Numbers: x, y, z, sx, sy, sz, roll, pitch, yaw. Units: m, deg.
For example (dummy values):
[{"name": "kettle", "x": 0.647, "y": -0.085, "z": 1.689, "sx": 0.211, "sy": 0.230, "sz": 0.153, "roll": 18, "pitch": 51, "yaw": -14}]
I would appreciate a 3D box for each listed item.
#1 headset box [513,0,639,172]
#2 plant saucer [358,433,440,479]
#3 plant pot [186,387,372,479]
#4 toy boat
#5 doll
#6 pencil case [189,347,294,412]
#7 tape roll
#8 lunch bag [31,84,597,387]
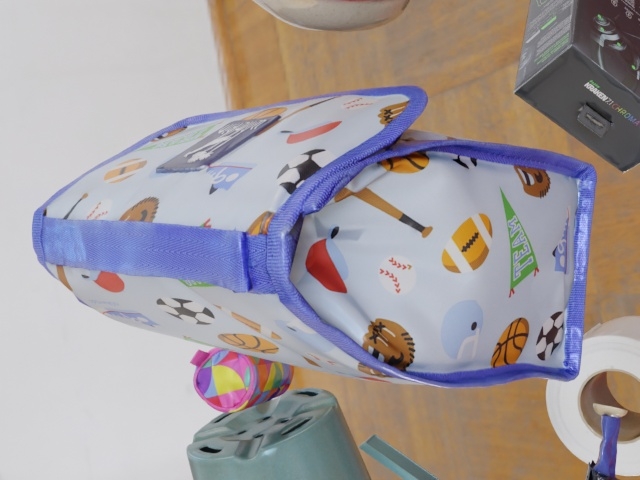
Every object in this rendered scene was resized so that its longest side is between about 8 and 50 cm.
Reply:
[{"name": "headset box", "x": 0.458, "y": -0.284, "z": 1.396, "sx": 0.131, "sy": 0.246, "sz": 0.283, "roll": -39, "pitch": 26, "yaw": 48}, {"name": "plant saucer", "x": 0.165, "y": 0.439, "z": 1.668, "sx": 0.192, "sy": 0.067, "sz": 0.018, "roll": 33, "pitch": 107, "yaw": 17}, {"name": "plant pot", "x": -0.044, "y": 0.439, "z": 1.391, "sx": 0.341, "sy": 0.341, "sz": 0.334, "roll": -3, "pitch": 106, "yaw": 58}, {"name": "toy boat", "x": -0.009, "y": -0.283, "z": 0.735, "sx": 0.231, "sy": 0.151, "sz": 0.151, "roll": 39, "pitch": 130, "yaw": 18}, {"name": "doll", "x": 0.356, "y": 0.306, "z": 1.096, "sx": 0.046, "sy": 0.129, "sz": 0.189, "roll": 8, "pitch": 81, "yaw": 25}, {"name": "pencil case", "x": -0.113, "y": 0.201, "z": 1.317, "sx": 0.236, "sy": 0.104, "sz": 0.104, "roll": 29, "pitch": -136, "yaw": -75}, {"name": "tape roll", "x": 0.540, "y": 0.267, "z": 1.514, "sx": 0.246, "sy": 0.169, "sz": 0.246, "roll": 7, "pitch": 102, "yaw": 33}, {"name": "lunch bag", "x": 0.000, "y": 0.000, "z": 0.739, "sx": 0.327, "sy": 0.385, "sz": 0.239, "roll": 3, "pitch": 91, "yaw": 46}]
